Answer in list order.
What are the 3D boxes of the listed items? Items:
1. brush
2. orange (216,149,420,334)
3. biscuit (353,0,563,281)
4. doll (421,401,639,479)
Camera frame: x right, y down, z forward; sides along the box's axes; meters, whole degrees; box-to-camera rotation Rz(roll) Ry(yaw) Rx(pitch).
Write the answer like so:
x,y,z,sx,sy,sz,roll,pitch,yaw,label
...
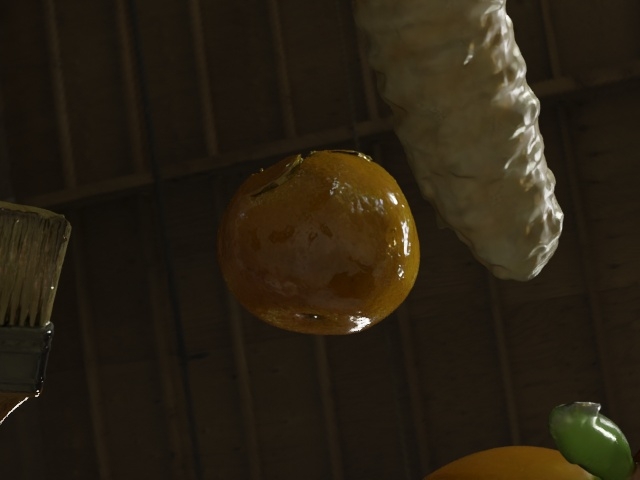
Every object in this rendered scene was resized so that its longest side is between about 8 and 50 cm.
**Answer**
x,y,z,sx,sy,sz,roll,pitch,yaw,label
-0.115,0.067,0.343,0.014,0.043,0.170,-134,-125,-61,brush
0.000,0.000,0.799,0.155,0.154,0.134,0,-120,21,orange
0.036,-0.088,0.373,0.055,0.061,0.219,-16,-65,14,biscuit
0.151,0.206,0.652,0.213,0.213,0.236,38,-71,17,doll
